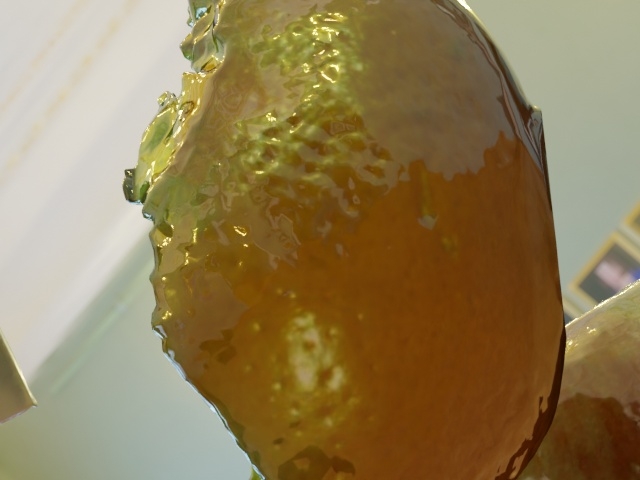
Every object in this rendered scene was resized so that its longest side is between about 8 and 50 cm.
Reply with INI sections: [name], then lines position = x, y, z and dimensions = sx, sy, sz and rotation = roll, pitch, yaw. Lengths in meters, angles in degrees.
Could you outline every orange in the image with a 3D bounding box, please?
[orange]
position = 0.009, -0.004, 0.886
dimensions = 0.334, 0.196, 0.262
rotation = -83, -29, -46

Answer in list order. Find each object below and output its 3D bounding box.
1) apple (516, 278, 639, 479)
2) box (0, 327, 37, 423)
[apple]
position = 0.205, 0.156, 1.168
dimensions = 0.277, 0.250, 0.309
rotation = -36, -8, 33
[box]
position = -0.330, 0.065, 0.926
dimensions = 0.343, 0.065, 0.200
rotation = -26, -61, -9
